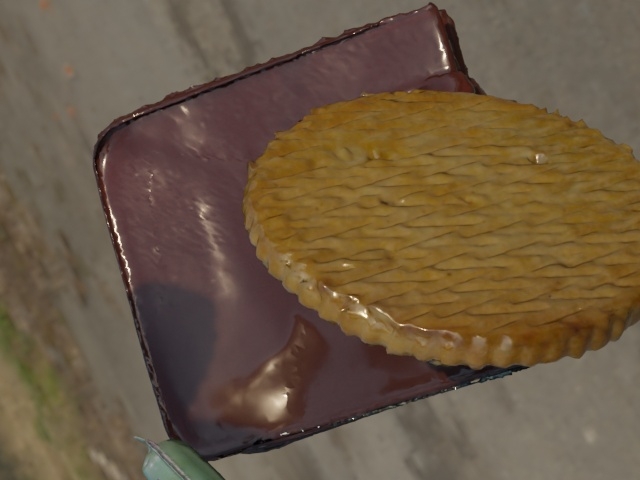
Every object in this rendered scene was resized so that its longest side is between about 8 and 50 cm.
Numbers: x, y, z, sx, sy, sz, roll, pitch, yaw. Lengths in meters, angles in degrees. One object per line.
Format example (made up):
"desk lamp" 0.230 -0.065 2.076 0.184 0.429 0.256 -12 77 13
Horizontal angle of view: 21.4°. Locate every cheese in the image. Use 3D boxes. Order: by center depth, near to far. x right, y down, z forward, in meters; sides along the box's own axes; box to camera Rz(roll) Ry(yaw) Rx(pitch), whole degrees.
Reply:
"cheese" -0.041 0.122 0.728 0.121 0.026 0.067 41 171 36

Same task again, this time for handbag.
"handbag" 0.000 0.000 1.149 0.084 0.275 0.260 16 -125 -70

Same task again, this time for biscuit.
"biscuit" 0.080 -0.012 0.969 0.254 0.254 0.035 46 142 41
